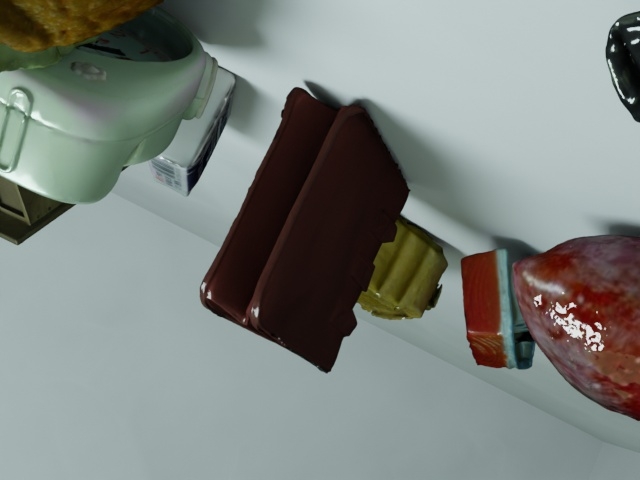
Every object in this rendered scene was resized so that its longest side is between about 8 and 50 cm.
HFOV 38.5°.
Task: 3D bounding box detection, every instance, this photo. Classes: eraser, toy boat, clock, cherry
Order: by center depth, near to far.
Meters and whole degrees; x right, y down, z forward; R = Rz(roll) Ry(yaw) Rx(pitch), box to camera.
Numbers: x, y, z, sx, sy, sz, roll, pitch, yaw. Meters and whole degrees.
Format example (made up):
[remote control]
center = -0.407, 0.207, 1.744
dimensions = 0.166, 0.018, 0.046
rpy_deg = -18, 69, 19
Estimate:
[clock]
center = -0.230, -0.161, 0.827
dimensions = 0.265, 0.108, 0.324
rpy_deg = 27, -155, 9
[cherry]
center = 0.301, 0.081, 0.907
dimensions = 0.250, 0.175, 0.192
rpy_deg = 27, -173, 2
[eraser]
center = -0.156, -0.129, 1.103
dimensions = 0.068, 0.124, 0.210
rpy_deg = 25, 172, -5
[toy boat]
center = 0.274, 0.101, 1.271
dimensions = 0.133, 0.145, 0.332
rpy_deg = -6, 164, 12

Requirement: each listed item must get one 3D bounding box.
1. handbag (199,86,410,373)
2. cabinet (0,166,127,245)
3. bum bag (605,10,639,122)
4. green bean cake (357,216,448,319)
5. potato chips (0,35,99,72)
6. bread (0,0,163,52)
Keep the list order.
[handbag]
center = -0.001, -0.001, 1.001
dimensions = 0.084, 0.260, 0.275
rpy_deg = 19, 171, 24
[cabinet]
center = -0.330, -0.140, 1.031
dimensions = 0.148, 0.215, 0.174
rpy_deg = 20, 136, 29
[bum bag]
center = 0.307, -0.042, 0.463
dimensions = 0.341, 0.095, 0.144
rpy_deg = 31, 174, 13
[green bean cake]
center = 0.054, 0.020, 1.382
dimensions = 0.230, 0.131, 0.224
rpy_deg = 32, 167, -21
[potato chips]
center = -0.371, -0.241, 0.658
dimensions = 0.430, 0.070, 0.358
rpy_deg = 11, -151, -28
[bread]
center = -0.174, -0.201, 0.470
dimensions = 0.228, 0.142, 0.253
rpy_deg = -20, 163, 7
